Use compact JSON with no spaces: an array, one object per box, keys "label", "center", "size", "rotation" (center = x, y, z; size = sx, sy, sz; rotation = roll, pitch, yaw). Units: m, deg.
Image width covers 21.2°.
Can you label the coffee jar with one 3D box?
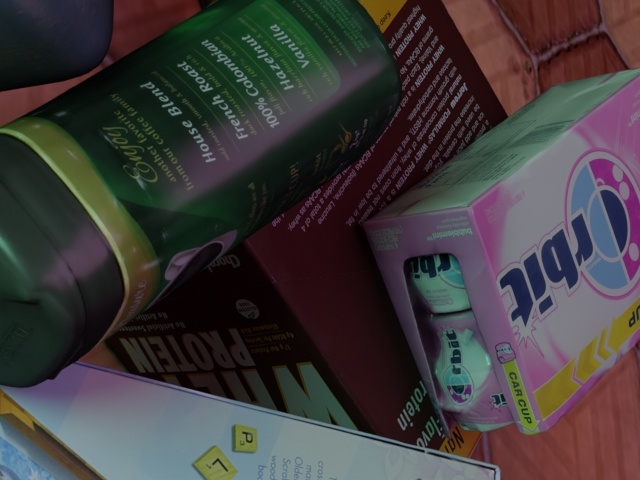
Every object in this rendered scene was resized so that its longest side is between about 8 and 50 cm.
[{"label":"coffee jar","center":[-0.061,-0.025,0.620],"size":[0.184,0.096,0.079],"rotation":[-37,85,-35]}]

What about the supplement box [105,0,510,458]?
[{"label":"supplement box","center":[0.000,0.000,0.824],"size":[0.194,0.129,0.191],"rotation":[56,47,-26]}]

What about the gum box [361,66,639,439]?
[{"label":"gum box","center":[0.105,0.003,0.794],"size":[0.188,0.062,0.107],"rotation":[-35,109,-45]}]

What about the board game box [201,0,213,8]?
[{"label":"board game box","center":[-0.031,-0.171,0.955],"size":[0.126,0.026,0.186],"rotation":[-25,99,-55]}]

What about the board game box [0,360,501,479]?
[{"label":"board game box","center":[-0.087,0.203,0.604],"size":[0.318,0.066,0.318],"rotation":[18,62,-24]}]

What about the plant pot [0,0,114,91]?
[{"label":"plant pot","center":[-0.185,-0.156,0.560],"size":[0.252,0.248,0.247],"rotation":[43,43,-60]}]
